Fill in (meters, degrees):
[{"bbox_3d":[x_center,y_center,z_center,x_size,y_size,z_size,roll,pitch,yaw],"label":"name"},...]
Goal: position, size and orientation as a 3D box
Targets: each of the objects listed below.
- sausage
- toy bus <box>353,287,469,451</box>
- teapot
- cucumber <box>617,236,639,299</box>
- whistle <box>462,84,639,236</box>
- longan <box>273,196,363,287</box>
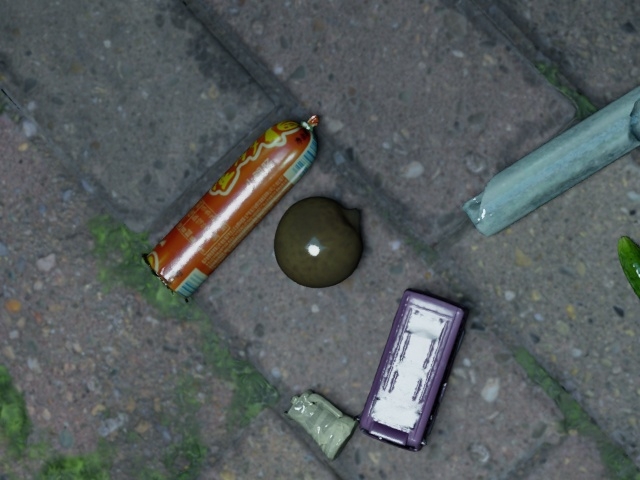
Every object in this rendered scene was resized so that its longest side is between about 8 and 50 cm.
[{"bbox_3d":[-0.092,-0.047,1.455,0.083,0.083,0.264,44,92,8],"label":"sausage"},{"bbox_3d":[0.102,0.147,1.404,0.087,0.098,0.178,19,90,8],"label":"toy bus"},{"bbox_3d":[-0.001,0.206,1.436,0.083,0.067,0.057,35,48,15],"label":"teapot"},{"bbox_3d":[0.383,0.068,1.400,0.039,0.039,0.168,-37,80,5],"label":"cucumber"},{"bbox_3d":[0.302,-0.105,1.407,0.312,0.062,0.062,-32,84,6],"label":"whistle"},{"bbox_3d":[0.000,0.000,1.430,0.113,0.092,0.113,-3,65,7],"label":"longan"}]
